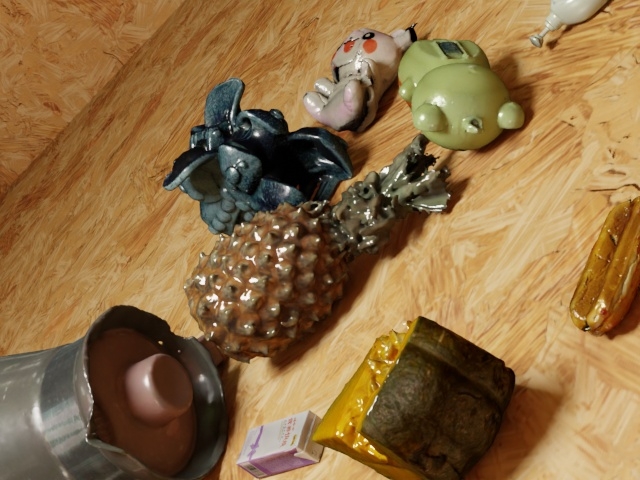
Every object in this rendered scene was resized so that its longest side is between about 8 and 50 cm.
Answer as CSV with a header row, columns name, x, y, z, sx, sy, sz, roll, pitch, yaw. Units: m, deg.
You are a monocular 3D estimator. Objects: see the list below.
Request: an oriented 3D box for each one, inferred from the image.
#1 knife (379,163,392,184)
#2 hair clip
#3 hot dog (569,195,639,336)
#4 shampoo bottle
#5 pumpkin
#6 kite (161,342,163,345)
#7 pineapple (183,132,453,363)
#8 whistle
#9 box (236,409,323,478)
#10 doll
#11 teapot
name,x,y,z,sx,sy,sz,roll,pitch,yaw
knife,0.084,-0.080,1.487,0.170,0.010,0.023,-47,23,18
hair clip,-0.103,-0.110,1.632,0.310,0.206,0.194,-8,52,58
hot dog,0.259,0.021,0.963,0.062,0.038,0.144,-21,36,57
shampoo bottle,0.307,-0.290,1.321,0.152,0.045,0.077,-46,25,11
pumpkin,0.086,0.156,1.010,0.131,0.126,0.248,-65,5,-10
kite,-0.272,0.231,1.713,0.189,0.009,0.232,-42,25,25
pineapple,0.000,0.000,1.360,0.361,0.175,0.175,-40,24,6
whistle,0.157,-0.188,1.369,0.288,0.131,0.106,-107,15,-62
box,-0.043,0.228,1.238,0.117,0.036,0.051,-28,33,45
doll,0.061,-0.244,1.667,0.149,0.095,0.192,-15,40,47
teapot,-0.297,0.243,1.450,0.361,0.305,0.376,-28,2,29
